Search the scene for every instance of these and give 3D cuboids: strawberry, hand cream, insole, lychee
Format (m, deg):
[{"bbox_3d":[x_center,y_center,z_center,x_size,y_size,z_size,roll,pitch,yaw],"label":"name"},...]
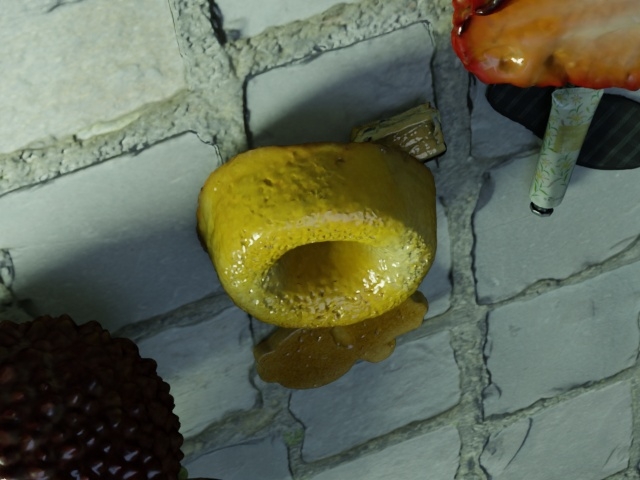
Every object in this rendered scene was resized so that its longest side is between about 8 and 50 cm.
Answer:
[{"bbox_3d":[0.289,-0.286,1.518,0.336,0.149,0.265,-17,144,2],"label":"strawberry"},{"bbox_3d":[0.287,-0.106,1.737,0.067,0.042,0.194,-3,136,-13],"label":"hand cream"},{"bbox_3d":[0.312,-0.147,1.746,0.309,0.012,0.110,22,119,-41],"label":"insole"},{"bbox_3d":[-0.311,0.239,1.574,0.330,0.306,0.306,-17,136,-11],"label":"lychee"}]

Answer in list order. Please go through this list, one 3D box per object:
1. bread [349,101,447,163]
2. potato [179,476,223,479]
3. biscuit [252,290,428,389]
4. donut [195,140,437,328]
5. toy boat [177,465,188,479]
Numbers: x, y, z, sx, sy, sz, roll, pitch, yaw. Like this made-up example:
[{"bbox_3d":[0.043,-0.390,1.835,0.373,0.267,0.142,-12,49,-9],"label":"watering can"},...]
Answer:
[{"bbox_3d":[0.086,-0.109,1.633,0.106,0.053,0.072,-20,126,-5],"label":"bread"},{"bbox_3d":[-0.242,0.361,1.744,0.189,0.211,0.264,23,103,-27],"label":"potato"},{"bbox_3d":[0.023,0.115,1.824,0.225,0.036,0.166,-36,137,11],"label":"biscuit"},{"bbox_3d":[0.003,0.000,1.605,0.277,0.108,0.278,-7,143,-6],"label":"donut"},{"bbox_3d":[-0.256,0.322,1.845,0.185,0.071,0.089,-32,139,2],"label":"toy boat"}]
